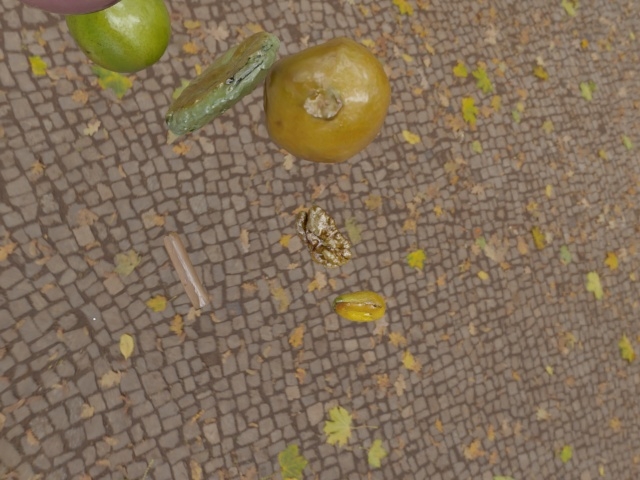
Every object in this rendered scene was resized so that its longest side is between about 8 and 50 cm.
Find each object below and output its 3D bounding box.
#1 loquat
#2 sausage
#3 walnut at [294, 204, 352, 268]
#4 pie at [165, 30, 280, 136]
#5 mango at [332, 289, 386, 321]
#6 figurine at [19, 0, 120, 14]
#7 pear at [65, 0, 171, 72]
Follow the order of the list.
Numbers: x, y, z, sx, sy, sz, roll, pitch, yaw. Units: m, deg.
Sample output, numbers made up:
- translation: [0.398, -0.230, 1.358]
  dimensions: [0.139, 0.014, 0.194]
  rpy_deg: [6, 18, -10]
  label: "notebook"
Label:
- translation: [0.009, -0.206, 0.682]
  dimensions: [0.187, 0.234, 0.176]
  rpy_deg: [-4, 108, -4]
  label: "loquat"
- translation: [-0.188, 0.041, 0.638]
  dimensions: [0.026, 0.026, 0.116]
  rpy_deg: [-28, 105, -27]
  label: "sausage"
- translation: [0.000, 0.000, 1.122]
  dimensions: [0.069, 0.143, 0.170]
  rpy_deg: [-41, 102, -34]
  label: "walnut"
- translation: [-0.201, -0.338, 0.977]
  dimensions: [0.071, 0.306, 0.306]
  rpy_deg: [48, 63, -34]
  label: "pie"
- translation: [0.098, 0.166, 1.165]
  dimensions: [0.187, 0.101, 0.066]
  rpy_deg: [12, 50, -40]
  label: "mango"
- translation: [-0.212, -0.271, 0.359]
  dimensions: [0.173, 0.173, 0.173]
  rpy_deg: [5, 79, -26]
  label: "figurine"
- translation: [-0.368, -0.399, 0.802]
  dimensions: [0.180, 0.216, 0.166]
  rpy_deg: [13, 80, 13]
  label: "pear"
